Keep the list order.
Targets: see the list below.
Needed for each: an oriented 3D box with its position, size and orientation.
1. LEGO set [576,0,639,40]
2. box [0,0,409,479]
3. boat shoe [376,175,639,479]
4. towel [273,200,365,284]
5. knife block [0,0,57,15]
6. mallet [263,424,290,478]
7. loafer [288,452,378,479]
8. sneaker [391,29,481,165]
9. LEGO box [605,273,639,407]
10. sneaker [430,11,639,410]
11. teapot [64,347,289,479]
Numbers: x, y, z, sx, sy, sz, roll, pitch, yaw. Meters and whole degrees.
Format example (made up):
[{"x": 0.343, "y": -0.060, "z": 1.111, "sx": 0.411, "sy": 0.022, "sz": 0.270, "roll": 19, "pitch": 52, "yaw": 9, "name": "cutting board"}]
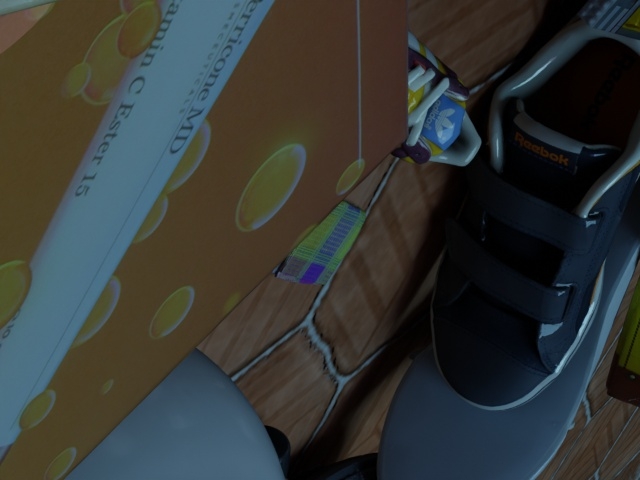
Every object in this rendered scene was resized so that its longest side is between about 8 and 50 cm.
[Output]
[{"x": 0.256, "y": -0.172, "z": 0.917, "sx": 0.255, "sy": 0.331, "sz": 0.192, "roll": -41, "pitch": 163, "yaw": 24, "name": "LEGO set"}, {"x": -0.145, "y": -0.023, "z": 0.462, "sx": 0.345, "sy": 0.168, "sz": 0.215, "roll": -46, "pitch": 157, "yaw": -21, "name": "box"}, {"x": 0.159, "y": 0.083, "z": 1.308, "sx": 0.367, "sy": 0.136, "sz": 0.156, "roll": -62, "pitch": 167, "yaw": -17, "name": "boat shoe"}, {"x": 0.000, "y": 0.000, "z": 1.008, "sx": 0.060, "sy": 0.009, "sz": 0.083, "roll": -58, "pitch": 159, "yaw": 7, "name": "towel"}, {"x": -0.069, "y": -0.200, "z": 0.260, "sx": 0.088, "sy": 0.276, "sz": 0.242, "roll": -19, "pitch": 173, "yaw": -21, "name": "knife block"}, {"x": -0.094, "y": 0.195, "z": 1.077, "sx": 0.189, "sy": 0.039, "sz": 0.062, "roll": -35, "pitch": 148, "yaw": -31, "name": "mallet"}, {"x": -0.046, "y": 0.242, "z": 1.198, "sx": 0.302, "sy": 0.095, "sz": 0.109, "roll": -36, "pitch": 122, "yaw": -47, "name": "loafer"}, {"x": 0.036, "y": -0.086, "z": 0.854, "sx": 0.069, "sy": 0.084, "sz": 0.185, "roll": -57, "pitch": 159, "yaw": 6, "name": "sneaker"}, {"x": 0.409, "y": -0.112, "z": 1.304, "sx": 0.500, "sy": 0.193, "sz": 0.372, "roll": 92, "pitch": 21, "yaw": -55, "name": "LEGO box"}, {"x": 0.152, "y": -0.025, "z": 1.134, "sx": 0.127, "sy": 0.126, "sz": 0.321, "roll": -7, "pitch": 121, "yaw": -66, "name": "sneaker"}, {"x": -0.103, "y": 0.162, "z": 0.739, "sx": 0.256, "sy": 0.187, "sz": 0.252, "roll": -48, "pitch": 141, "yaw": -15, "name": "teapot"}]
